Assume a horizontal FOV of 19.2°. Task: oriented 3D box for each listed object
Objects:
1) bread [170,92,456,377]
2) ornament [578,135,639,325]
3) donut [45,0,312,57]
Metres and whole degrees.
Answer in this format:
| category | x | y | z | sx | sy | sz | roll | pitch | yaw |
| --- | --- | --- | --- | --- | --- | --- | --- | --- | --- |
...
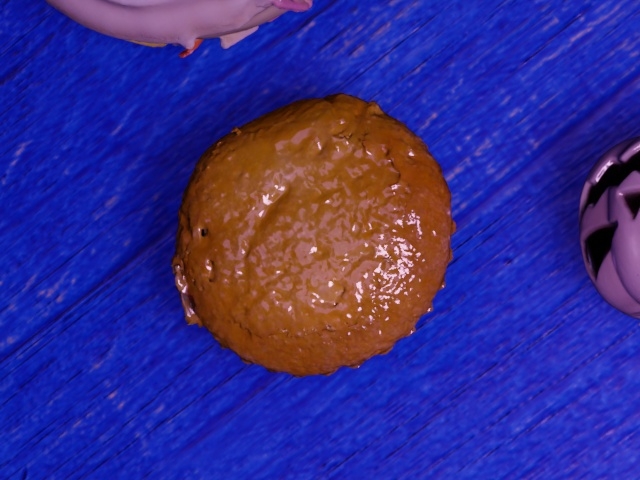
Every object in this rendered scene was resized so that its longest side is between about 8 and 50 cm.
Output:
| category | x | y | z | sx | sy | sz | roll | pitch | yaw |
| --- | --- | --- | --- | --- | --- | --- | --- | --- | --- |
| bread | 0.001 | -0.001 | 1.553 | 0.240 | 0.139 | 0.240 | -3 | 79 | 18 |
| ornament | 0.285 | -0.001 | 1.441 | 0.177 | 0.177 | 0.178 | -3 | 79 | 18 |
| donut | -0.105 | -0.346 | 1.651 | 0.382 | 0.142 | 0.383 | -3 | 80 | 18 |
